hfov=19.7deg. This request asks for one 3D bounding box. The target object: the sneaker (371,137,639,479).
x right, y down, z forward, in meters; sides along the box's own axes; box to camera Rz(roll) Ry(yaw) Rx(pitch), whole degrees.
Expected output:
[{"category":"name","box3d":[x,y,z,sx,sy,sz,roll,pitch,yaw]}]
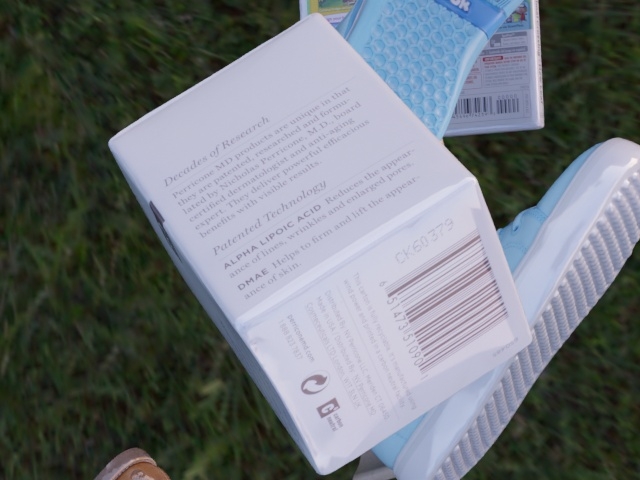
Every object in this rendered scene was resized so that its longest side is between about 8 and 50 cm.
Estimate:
[{"category":"sneaker","box3d":[0.123,0.043,1.479,0.150,0.135,0.366,43,118,20]}]

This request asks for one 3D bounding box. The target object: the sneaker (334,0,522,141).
[{"category":"sneaker","box3d":[0.059,-0.171,1.452,0.127,0.208,0.319,36,73,-12]}]

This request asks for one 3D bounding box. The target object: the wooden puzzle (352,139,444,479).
[{"category":"wooden puzzle","box3d":[0.055,0.053,1.786,0.080,0.322,0.348,-4,79,-21]}]

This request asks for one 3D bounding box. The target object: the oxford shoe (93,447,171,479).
[{"category":"oxford shoe","box3d":[-0.215,0.299,1.738,0.212,0.076,0.076,-53,144,0]}]

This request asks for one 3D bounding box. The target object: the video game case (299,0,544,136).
[{"category":"video game case","box3d":[0.084,-0.184,1.592,0.212,0.023,0.193,-4,86,21]}]

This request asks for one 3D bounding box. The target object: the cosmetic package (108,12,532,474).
[{"category":"cosmetic package","box3d":[0.000,0.000,1.061,0.151,0.184,0.151,-32,136,-7]}]
